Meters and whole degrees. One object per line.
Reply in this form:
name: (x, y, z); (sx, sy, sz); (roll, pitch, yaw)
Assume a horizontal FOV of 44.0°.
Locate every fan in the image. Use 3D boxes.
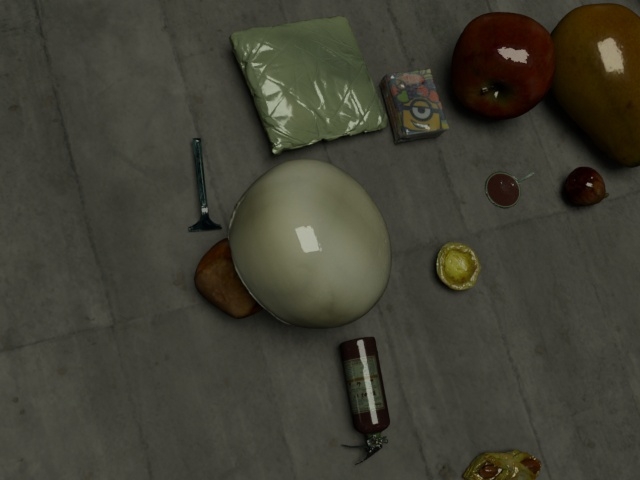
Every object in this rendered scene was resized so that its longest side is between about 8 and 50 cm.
fan: (0.421, -0.122, 1.746); (0.133, 0.005, 0.085); (-27, 82, -19)

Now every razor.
razor: (-0.234, -0.114, 1.561); (0.066, 0.033, 0.190); (-3, 75, -16)

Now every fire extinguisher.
fire extinguisher: (0.077, 0.305, 1.509); (0.099, 0.071, 0.231); (-11, 77, 12)

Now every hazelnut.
hazelnut: (-0.155, 0.067, 1.487); (0.150, 0.150, 0.150); (4, 74, -13)

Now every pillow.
pillow: (-0.023, -0.329, 1.656); (0.280, 0.076, 0.274); (-17, 82, -24)

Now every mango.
mango: (0.654, -0.347, 1.763); (0.263, 0.221, 0.378); (-29, 94, -25)

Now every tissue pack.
tissue pack: (0.200, -0.290, 1.707); (0.108, 0.060, 0.148); (-10, 76, -18)

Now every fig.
fig: (0.602, -0.107, 1.756); (0.125, 0.089, 0.089); (26, 69, -28)

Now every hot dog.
hot dog: (0.362, 0.445, 1.540); (0.168, 0.061, 0.078); (-6, 75, -16)

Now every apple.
apple: (0.394, -0.382, 1.707); (0.229, 0.230, 0.230); (4, 74, -13)

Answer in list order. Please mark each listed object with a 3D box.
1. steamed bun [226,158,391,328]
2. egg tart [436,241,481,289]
steamed bun: (0.000, 0.000, 1.433); (0.324, 0.206, 0.324); (34, 40, -35)
egg tart: (0.281, 0.055, 1.641); (0.105, 0.039, 0.105); (4, 74, -14)
